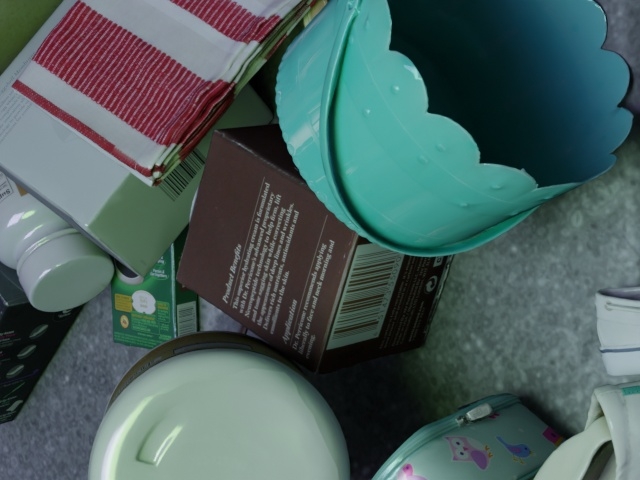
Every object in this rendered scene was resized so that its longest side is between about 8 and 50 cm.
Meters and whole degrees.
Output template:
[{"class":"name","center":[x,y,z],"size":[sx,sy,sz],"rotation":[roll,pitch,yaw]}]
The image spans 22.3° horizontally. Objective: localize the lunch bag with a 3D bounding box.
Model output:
[{"class":"lunch bag","center":[0.099,0.267,1.498],"size":[0.108,0.224,0.279],"rotation":[46,125,26]}]

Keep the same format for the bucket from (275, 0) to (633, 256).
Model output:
[{"class":"bucket","center":[0.108,-0.129,1.399],"size":[0.183,0.281,0.281],"rotation":[-36,74,45]}]

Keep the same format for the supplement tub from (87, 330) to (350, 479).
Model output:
[{"class":"supplement tub","center":[-0.097,0.203,1.524],"size":[0.316,0.228,0.228],"rotation":[-163,64,-85]}]

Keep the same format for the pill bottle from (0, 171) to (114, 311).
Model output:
[{"class":"pill bottle","center":[-0.326,-0.038,1.863],"size":[0.131,0.131,0.229],"rotation":[-51,55,35]}]

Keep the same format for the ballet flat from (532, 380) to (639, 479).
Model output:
[{"class":"ballet flat","center":[0.218,0.276,1.438],"size":[0.139,0.139,0.400],"rotation":[39,124,30]}]

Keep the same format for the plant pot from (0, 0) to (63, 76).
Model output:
[{"class":"plant pot","center":[-0.414,-0.295,1.801],"size":[0.334,0.305,0.333],"rotation":[8,102,41]}]

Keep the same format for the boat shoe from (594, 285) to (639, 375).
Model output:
[{"class":"boat shoe","center":[0.332,0.056,1.341],"size":[0.258,0.095,0.084],"rotation":[-14,92,41]}]

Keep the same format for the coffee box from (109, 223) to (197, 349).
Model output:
[{"class":"coffee box","center":[-0.189,0.031,1.835],"size":[0.113,0.040,0.184],"rotation":[6,102,42]}]

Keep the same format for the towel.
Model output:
[{"class":"towel","center":[-0.139,-0.232,1.623],"size":[0.237,0.037,0.329],"rotation":[33,81,34]}]

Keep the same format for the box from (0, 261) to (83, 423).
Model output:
[{"class":"box","center":[-0.420,0.096,1.983],"size":[0.165,0.143,0.270],"rotation":[51,127,21]}]

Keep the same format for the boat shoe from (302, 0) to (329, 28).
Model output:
[{"class":"boat shoe","center":[0.025,-0.187,1.600],"size":[0.059,0.063,0.170],"rotation":[-18,77,19]}]

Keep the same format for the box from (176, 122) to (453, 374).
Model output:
[{"class":"box","center":[0.000,0.000,1.577],"size":[0.203,0.167,0.168],"rotation":[33,118,33]}]

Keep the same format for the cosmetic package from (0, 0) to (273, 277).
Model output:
[{"class":"cosmetic package","center":[-0.215,-0.123,1.703],"size":[0.225,0.138,0.224],"rotation":[35,82,31]}]
